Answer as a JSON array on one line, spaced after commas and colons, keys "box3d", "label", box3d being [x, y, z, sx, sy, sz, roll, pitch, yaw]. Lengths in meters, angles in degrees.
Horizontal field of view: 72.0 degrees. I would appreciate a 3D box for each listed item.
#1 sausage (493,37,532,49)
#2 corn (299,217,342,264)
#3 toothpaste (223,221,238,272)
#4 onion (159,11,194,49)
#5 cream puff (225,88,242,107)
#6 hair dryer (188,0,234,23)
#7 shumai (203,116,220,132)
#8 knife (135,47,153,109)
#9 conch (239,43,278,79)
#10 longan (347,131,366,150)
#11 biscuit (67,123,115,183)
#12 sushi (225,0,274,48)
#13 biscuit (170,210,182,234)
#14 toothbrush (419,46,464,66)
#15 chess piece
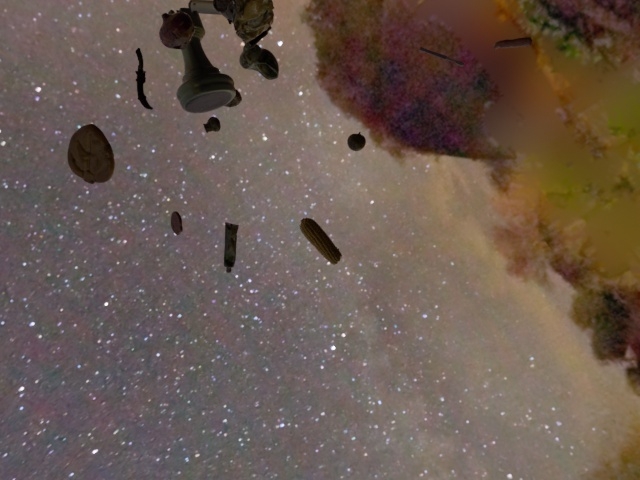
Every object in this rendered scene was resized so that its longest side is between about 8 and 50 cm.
[{"box3d": [0.827, -0.849, 1.903, 0.036, 0.158, 0.042, -52, -43, -42], "label": "sausage"}, {"box3d": [0.000, 0.000, 1.594, 0.206, 0.067, 0.067, 48, -153, 4], "label": "corn"}, {"box3d": [-0.431, 0.037, 2.110, 0.078, 0.248, 0.047, 12, -163, 20], "label": "toothpaste"}, {"box3d": [-0.396, -0.579, 1.210, 0.097, 0.107, 0.107, 42, -151, -22], "label": "onion"}, {"box3d": [-0.541, -0.853, 2.607, 0.149, 0.149, 0.084, 15, -114, -49], "label": "cream puff"}, {"box3d": [-0.476, -1.073, 2.033, 0.362, 0.128, 0.203, 17, -173, 25], "label": "hair dryer"}, {"box3d": [-0.578, -0.608, 2.317, 0.080, 0.082, 0.083, -25, -82, -51], "label": "shumai"}, {"box3d": [-0.642, -0.576, 1.574, 0.045, 0.021, 0.222, -11, -88, -23], "label": "knife"}, {"box3d": [-0.290, -0.859, 2.091, 0.187, 0.124, 0.181, 16, -178, 31], "label": "conch"}, {"box3d": [0.144, -0.398, 1.756, 0.075, 0.075, 0.083, 27, -111, -38], "label": "longan"}, {"box3d": [-0.944, -0.352, 1.808, 0.203, 0.260, 0.041, 21, -152, 1], "label": "biscuit"}, {"box3d": [-0.201, -0.611, 1.163, 0.131, 0.139, 0.291, 48, 176, -5], "label": "sushi"}, {"box3d": [-0.523, -0.061, 1.612, 0.015, 0.091, 0.078, -19, -123, -40], "label": "biscuit"}, {"box3d": [0.484, -0.735, 1.764, 0.194, 0.014, 0.017, 31, 178, 19], "label": "toothbrush"}, {"box3d": [-0.414, -0.597, 1.460, 0.194, 0.194, 0.299, -20, -89, -61], "label": "chess piece"}]
